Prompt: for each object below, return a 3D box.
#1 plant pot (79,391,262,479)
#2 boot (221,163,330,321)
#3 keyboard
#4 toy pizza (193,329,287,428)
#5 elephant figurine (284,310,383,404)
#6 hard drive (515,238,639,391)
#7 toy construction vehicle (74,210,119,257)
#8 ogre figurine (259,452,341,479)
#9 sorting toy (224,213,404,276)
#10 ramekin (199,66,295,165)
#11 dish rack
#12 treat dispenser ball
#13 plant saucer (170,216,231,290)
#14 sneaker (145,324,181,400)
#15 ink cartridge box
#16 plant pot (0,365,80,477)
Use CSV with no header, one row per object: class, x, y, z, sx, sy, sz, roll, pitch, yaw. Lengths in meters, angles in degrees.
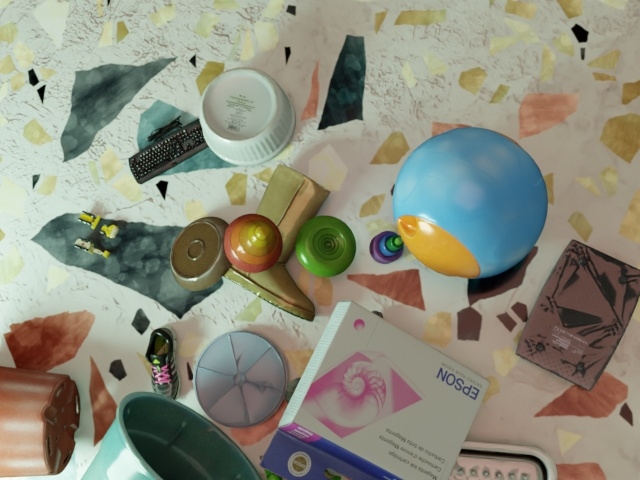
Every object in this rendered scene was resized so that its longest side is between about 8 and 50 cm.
plant pot,-0.337,0.524,1.480,0.341,0.341,0.334,41,97,14
boot,-0.057,0.004,1.631,0.236,0.089,0.269,29,85,13
keyboard,-0.348,-0.211,1.746,0.192,0.038,0.100,-29,76,3
toy pizza,-0.165,0.288,1.627,0.201,0.032,0.201,-2,79,9
elephant figurine,0.056,0.260,1.512,0.239,0.169,0.186,-49,56,6
hard drive,0.504,0.144,1.523,0.172,0.054,0.254,26,85,13
toy construction vehicle,-0.500,-0.011,1.742,0.098,0.035,0.085,18,73,10
ogre figurine,-0.039,0.446,1.548,0.197,0.097,0.118,-34,88,34
sorting toy,0.000,0.000,1.537,0.366,0.126,0.127,3,79,-13
ramekin,-0.162,-0.272,1.681,0.207,0.109,0.207,-1,79,6
dish rack,0.297,0.548,1.479,0.286,0.072,0.332,2,80,11
treat dispenser ball,0.281,-0.070,1.481,0.288,0.288,0.288,-2,80,10
plant saucer,-0.258,0.023,1.661,0.168,0.029,0.168,-13,63,26
sneaker,-0.334,0.260,1.639,0.063,0.075,0.170,-5,79,9
ink cartridge box,0.106,0.326,1.411,0.324,0.071,0.330,30,75,-15
plant pot,-0.650,0.370,1.594,0.265,0.272,0.272,2,80,2
